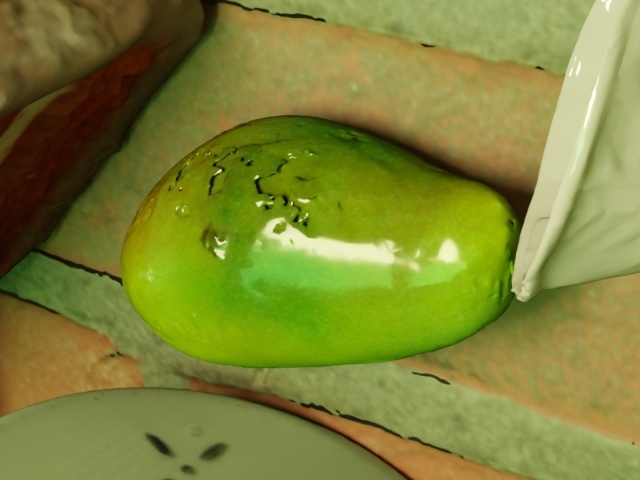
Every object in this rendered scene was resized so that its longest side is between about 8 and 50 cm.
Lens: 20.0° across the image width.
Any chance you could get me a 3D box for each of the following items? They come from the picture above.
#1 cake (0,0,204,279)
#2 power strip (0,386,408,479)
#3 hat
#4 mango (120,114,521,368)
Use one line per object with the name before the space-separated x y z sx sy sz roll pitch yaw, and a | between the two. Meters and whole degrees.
cake | -0.245 -0.087 0.942 0.230 0.237 0.309 49 132 2
power strip | -0.082 0.238 0.951 0.357 0.357 0.161 33 130 17
hat | 0.162 -0.052 0.721 0.126 0.203 0.203 21 129 1
mango | 0.000 0.000 0.899 0.233 0.111 0.125 -7 116 38
